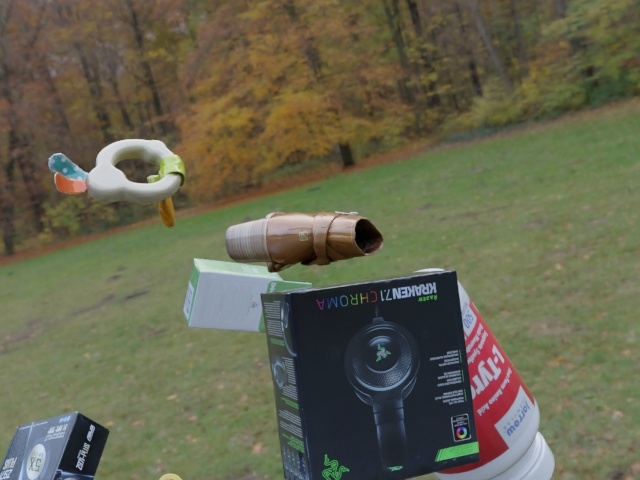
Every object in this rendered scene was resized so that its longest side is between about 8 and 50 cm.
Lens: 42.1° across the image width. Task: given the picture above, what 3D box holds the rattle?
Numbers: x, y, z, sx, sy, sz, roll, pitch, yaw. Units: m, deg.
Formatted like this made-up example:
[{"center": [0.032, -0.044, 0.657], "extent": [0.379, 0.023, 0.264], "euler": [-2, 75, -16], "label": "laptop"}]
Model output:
[{"center": [-0.306, -0.068, 1.228], "extent": [0.200, 0.130, 0.143], "euler": [-26, -15, -37], "label": "rattle"}]

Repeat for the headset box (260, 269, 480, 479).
[{"center": [0.066, 0.194, 1.130], "extent": [0.246, 0.283, 0.131], "euler": [-6, -1, -20], "label": "headset box"}]

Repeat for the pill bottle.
[{"center": [0.234, 0.269, 1.450], "extent": [0.229, 0.407, 0.229], "euler": [-32, 16, 11], "label": "pill bottle"}]

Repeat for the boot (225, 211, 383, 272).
[{"center": [0.000, 0.000, 0.953], "extent": [0.152, 0.073, 0.197], "euler": [-4, 3, 21], "label": "boot"}]

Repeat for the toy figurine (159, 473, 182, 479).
[{"center": [-0.322, 0.542, 1.518], "extent": [0.213, 0.148, 0.209], "euler": [-5, 26, -25], "label": "toy figurine"}]

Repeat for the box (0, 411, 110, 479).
[{"center": [-0.467, 0.387, 1.425], "extent": [0.180, 0.077, 0.147], "euler": [-18, 44, 35], "label": "box"}]

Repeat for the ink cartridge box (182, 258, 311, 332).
[{"center": [-0.132, 0.103, 1.494], "extent": [0.209, 0.109, 0.062], "euler": [7, 18, -22], "label": "ink cartridge box"}]
